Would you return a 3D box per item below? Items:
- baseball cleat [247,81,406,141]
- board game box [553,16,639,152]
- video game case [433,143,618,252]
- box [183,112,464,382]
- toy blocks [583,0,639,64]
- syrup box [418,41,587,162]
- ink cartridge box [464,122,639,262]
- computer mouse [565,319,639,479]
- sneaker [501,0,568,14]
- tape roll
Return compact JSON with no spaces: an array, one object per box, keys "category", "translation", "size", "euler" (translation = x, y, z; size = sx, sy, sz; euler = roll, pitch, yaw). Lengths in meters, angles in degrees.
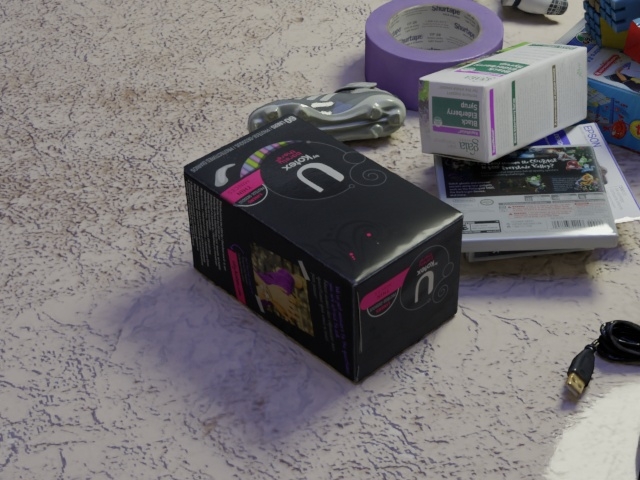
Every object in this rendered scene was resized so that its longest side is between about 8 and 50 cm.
[{"category":"baseball cleat","translation":[0.005,-0.160,1.637],"size":[0.206,0.072,0.109],"euler":[-2,25,-9]},{"category":"board game box","translation":[0.483,-0.222,1.676],"size":[0.302,0.086,0.308],"euler":[24,45,28]},{"category":"video game case","translation":[0.230,-0.050,1.446],"size":[0.190,0.022,0.173],"euler":[-2,40,2]},{"category":"box","translation":[0.000,0.000,1.360],"size":[0.165,0.143,0.270],"euler":[-32,48,-32]},{"category":"toy blocks","translation":[0.457,-0.322,1.616],"size":[0.261,0.191,0.381],"euler":[-19,41,-4]},{"category":"syrup box","translation":[0.223,-0.170,1.523],"size":[0.093,0.096,0.237],"euler":[11,23,39]},{"category":"ink cartridge box","translation":[0.256,-0.061,1.510],"size":[0.208,0.045,0.206],"euler":[-6,39,-3]},{"category":"computer mouse","translation":[0.324,0.161,1.218],"size":[0.184,0.060,0.262],"euler":[12,40,15]},{"category":"sneaker","translation":[0.334,-0.415,1.938],"size":[0.095,0.090,0.235],"euler":[15,43,0]},{"category":"tape roll","translation":[0.155,-0.259,1.735],"size":[0.189,0.080,0.189],"euler":[0,39,0]}]
